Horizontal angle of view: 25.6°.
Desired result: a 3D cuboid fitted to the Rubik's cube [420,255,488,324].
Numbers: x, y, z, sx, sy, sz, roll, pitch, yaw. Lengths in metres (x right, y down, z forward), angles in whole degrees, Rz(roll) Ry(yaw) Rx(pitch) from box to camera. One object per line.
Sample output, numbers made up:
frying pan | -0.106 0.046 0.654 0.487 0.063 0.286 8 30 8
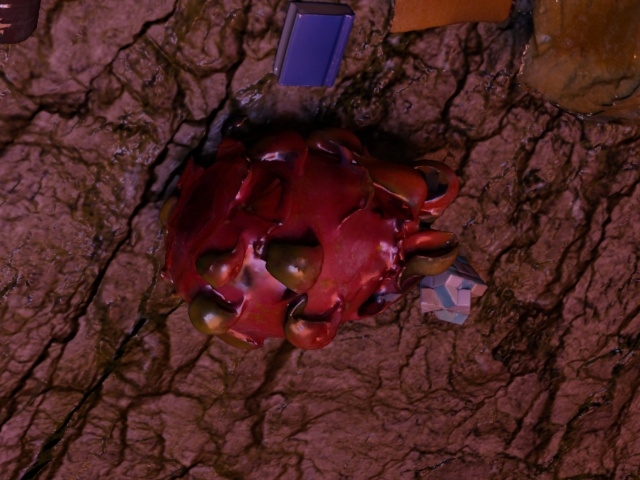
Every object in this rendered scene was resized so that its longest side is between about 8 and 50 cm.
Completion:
Rubik's cube | 0.147 0.061 1.666 0.075 0.084 0.073 24 113 -21

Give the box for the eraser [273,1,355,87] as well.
eraser | -0.007 -0.194 1.395 0.063 0.027 0.084 -2 130 -25

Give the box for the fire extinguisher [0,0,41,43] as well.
fire extinguisher | -0.245 -0.296 1.164 0.089 0.072 0.267 -23 142 -43

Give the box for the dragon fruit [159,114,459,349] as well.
dragon fruit | -0.008 -0.009 1.426 0.307 0.227 0.243 -35 140 4

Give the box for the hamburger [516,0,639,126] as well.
hamburger | 0.310 -0.243 1.351 0.132 0.211 0.308 -27 134 -40

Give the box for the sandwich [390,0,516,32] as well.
sandwich | 0.118 -0.294 1.341 0.163 0.058 0.193 -9 132 -17
